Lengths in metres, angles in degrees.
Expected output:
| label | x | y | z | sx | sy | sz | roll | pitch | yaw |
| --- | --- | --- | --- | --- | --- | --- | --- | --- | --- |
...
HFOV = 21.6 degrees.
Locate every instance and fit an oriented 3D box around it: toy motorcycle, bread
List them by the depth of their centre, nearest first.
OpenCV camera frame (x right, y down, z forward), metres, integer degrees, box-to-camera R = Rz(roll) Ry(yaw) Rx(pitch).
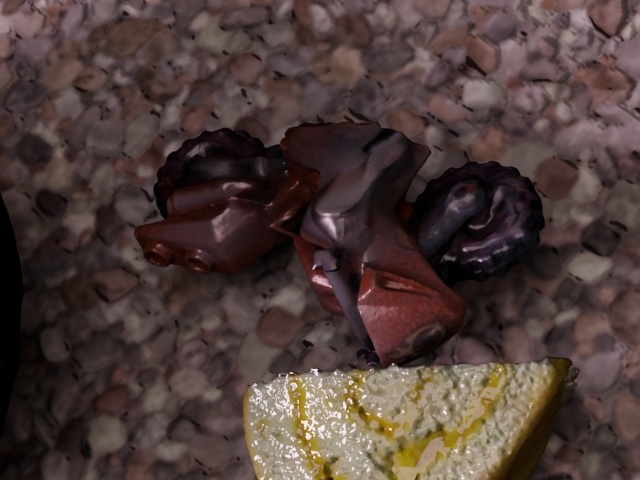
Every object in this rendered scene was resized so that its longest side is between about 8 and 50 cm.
| label | x | y | z | sx | sy | sz | roll | pitch | yaw |
| --- | --- | --- | --- | --- | --- | --- | --- | --- | --- |
| bread | 0.046 | 0.111 | 0.775 | 0.156 | 0.103 | 0.110 | -7 | 71 | 14 |
| toy motorcycle | 0.000 | 0.000 | 0.831 | 0.213 | 0.084 | 0.118 | 9 | 59 | 27 |

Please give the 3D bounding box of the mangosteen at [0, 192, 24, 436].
| label | x | y | z | sx | sy | sz | roll | pitch | yaw |
| --- | --- | --- | --- | --- | --- | --- | --- | --- | --- |
| mangosteen | -0.298 | 0.029 | 0.797 | 0.330 | 0.330 | 0.330 | -5 | 68 | 13 |
